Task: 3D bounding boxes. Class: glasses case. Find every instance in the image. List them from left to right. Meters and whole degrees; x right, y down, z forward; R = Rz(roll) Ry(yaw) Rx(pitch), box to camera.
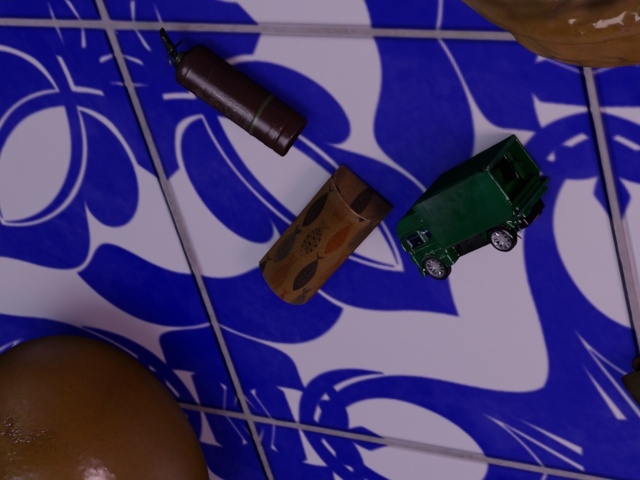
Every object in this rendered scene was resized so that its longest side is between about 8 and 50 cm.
[{"bbox_3d":[0.000,0.000,1.667,0.064,0.041,0.170,41,140,0],"label":"glasses case"}]

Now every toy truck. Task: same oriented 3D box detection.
[{"bbox_3d":[0.132,-0.023,1.530,0.079,0.065,0.147,51,138,-8],"label":"toy truck"}]

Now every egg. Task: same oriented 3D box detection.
[{"bbox_3d":[-0.268,0.271,1.918,0.282,0.282,0.351,5,124,34],"label":"egg"}]

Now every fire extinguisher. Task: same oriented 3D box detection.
[{"bbox_3d":[-0.088,-0.137,1.613,0.157,0.045,0.078,35,161,5],"label":"fire extinguisher"}]

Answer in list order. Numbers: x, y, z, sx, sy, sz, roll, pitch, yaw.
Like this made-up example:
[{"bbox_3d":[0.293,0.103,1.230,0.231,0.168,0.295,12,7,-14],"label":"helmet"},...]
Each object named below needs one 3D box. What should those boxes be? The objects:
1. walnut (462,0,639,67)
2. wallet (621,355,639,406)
[{"bbox_3d":[0.204,-0.227,1.152,0.257,0.257,0.224,7,153,32],"label":"walnut"},{"bbox_3d":[0.366,0.178,1.557,0.110,0.031,0.198,-23,110,46],"label":"wallet"}]
